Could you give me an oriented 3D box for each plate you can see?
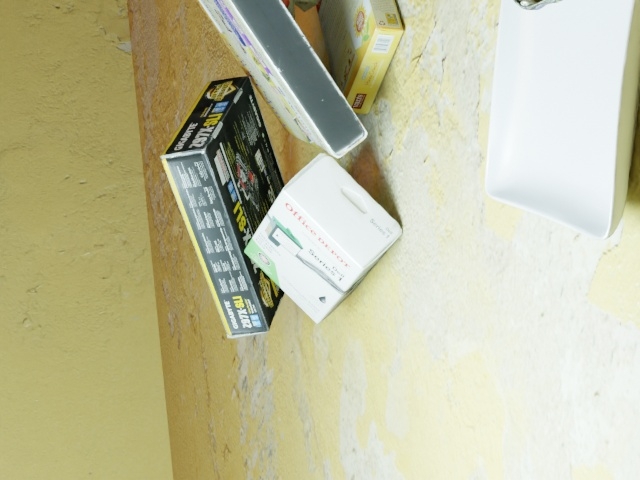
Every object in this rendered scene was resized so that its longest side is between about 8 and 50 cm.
[{"bbox_3d":[0.249,-0.158,1.407,0.277,0.045,0.277,-149,61,-68],"label":"plate"}]

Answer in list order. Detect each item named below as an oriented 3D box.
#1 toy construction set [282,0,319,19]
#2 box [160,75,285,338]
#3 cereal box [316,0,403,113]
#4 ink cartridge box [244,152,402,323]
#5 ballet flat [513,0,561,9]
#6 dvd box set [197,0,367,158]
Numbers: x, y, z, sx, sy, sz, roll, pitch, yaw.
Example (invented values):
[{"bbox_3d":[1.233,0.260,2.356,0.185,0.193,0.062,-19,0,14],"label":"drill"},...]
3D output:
[{"bbox_3d":[-0.050,-0.492,2.059,0.215,0.151,0.327,123,157,-62],"label":"toy construction set"},{"bbox_3d":[-0.126,-0.055,2.158,0.257,0.079,0.322,-67,-36,-55],"label":"box"},{"bbox_3d":[0.051,-0.326,2.016,0.173,0.047,0.240,113,152,-49],"label":"cereal box"},{"bbox_3d":[0.000,0.000,1.974,0.160,0.092,0.219,44,152,5],"label":"ink cartridge box"},{"bbox_3d":[0.219,-0.249,1.370,0.114,0.041,0.041,160,109,-70],"label":"ballet flat"},{"bbox_3d":[-0.075,-0.276,2.040,0.307,0.062,0.420,56,177,-12],"label":"dvd box set"}]
